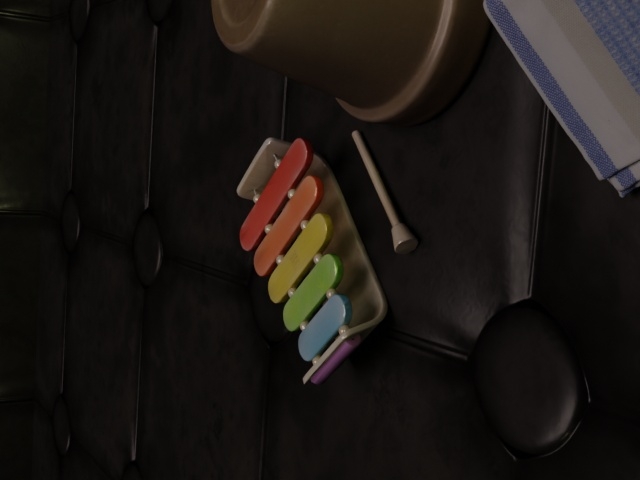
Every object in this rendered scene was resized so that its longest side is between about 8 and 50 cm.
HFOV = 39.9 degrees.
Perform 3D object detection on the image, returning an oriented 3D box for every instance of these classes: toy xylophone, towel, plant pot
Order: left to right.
[{"bbox_3d":[0.000,0.000,1.095,0.236,0.081,0.323,-61,43,36],"label":"toy xylophone"},{"bbox_3d":[0.017,-0.263,0.938,0.263,0.229,0.263,-5,84,57],"label":"plant pot"},{"bbox_3d":[0.266,-0.174,0.648,0.209,0.034,0.285,55,142,2],"label":"towel"}]
